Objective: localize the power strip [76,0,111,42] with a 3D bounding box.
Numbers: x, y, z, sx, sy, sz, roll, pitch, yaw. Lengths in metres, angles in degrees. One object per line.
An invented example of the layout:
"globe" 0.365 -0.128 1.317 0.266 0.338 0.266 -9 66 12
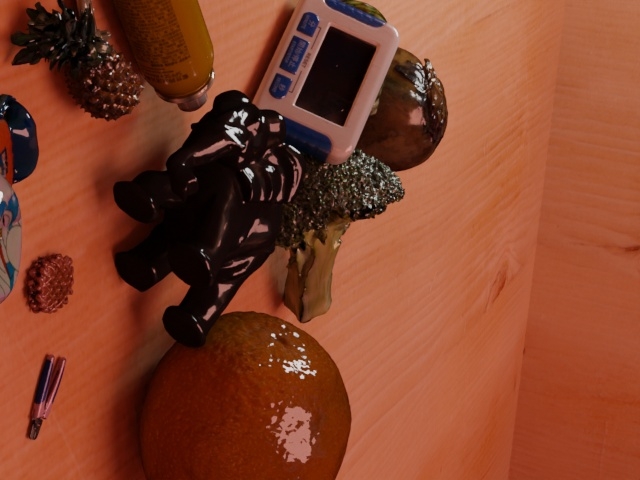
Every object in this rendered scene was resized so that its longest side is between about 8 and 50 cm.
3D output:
"power strip" -0.275 -0.268 1.549 0.083 0.035 0.055 87 -11 -52

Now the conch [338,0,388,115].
"conch" 0.061 -0.313 2.192 0.187 0.124 0.181 -47 147 -62

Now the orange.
"orange" -0.115 0.290 1.899 0.322 0.322 0.357 -34 142 -58

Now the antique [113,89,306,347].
"antique" -0.153 -0.045 1.771 0.255 0.185 0.322 -48 158 -35

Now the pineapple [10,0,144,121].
"pineapple" -0.282 -0.205 1.521 0.221 0.103 0.083 53 31 -65

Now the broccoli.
"broccoli" 0.008 -0.017 2.164 0.252 0.221 0.361 -59 162 -22

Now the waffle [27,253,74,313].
"waffle" -0.337 0.054 1.609 0.083 0.029 0.075 -23 123 -65

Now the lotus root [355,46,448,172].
"lotus root" 0.140 -0.240 2.359 0.272 0.192 0.272 -23 117 -58

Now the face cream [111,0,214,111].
"face cream" -0.207 -0.298 1.614 0.105 0.105 0.348 -61 152 -32

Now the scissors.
"scissors" -0.358 0.204 1.661 0.039 0.012 0.113 31 74 -66

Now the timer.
"timer" 0.005 -0.257 2.037 0.078 0.178 0.253 124 -10 -70

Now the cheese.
"cheese" -0.373 -0.035 1.343 0.329 0.129 0.217 -75 171 -54
